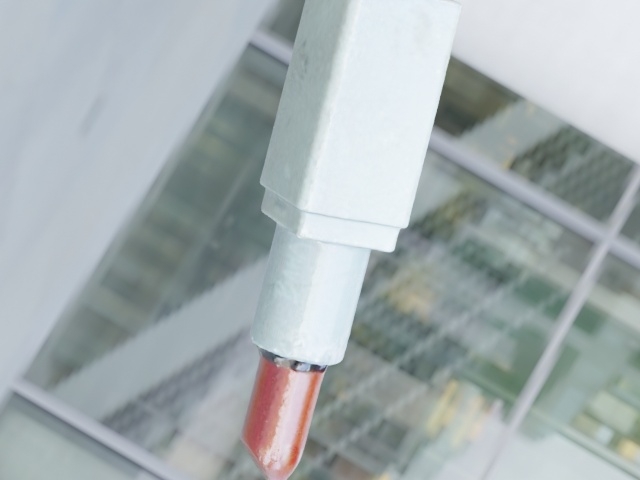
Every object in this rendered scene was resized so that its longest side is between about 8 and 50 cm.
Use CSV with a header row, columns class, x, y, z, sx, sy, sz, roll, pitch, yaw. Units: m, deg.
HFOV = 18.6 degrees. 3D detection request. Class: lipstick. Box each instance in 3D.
class,x,y,z,sx,sy,sz,roll,pitch,yaw
lipstick,0.001,0.000,0.475,0.030,0.030,0.129,33,-68,63
